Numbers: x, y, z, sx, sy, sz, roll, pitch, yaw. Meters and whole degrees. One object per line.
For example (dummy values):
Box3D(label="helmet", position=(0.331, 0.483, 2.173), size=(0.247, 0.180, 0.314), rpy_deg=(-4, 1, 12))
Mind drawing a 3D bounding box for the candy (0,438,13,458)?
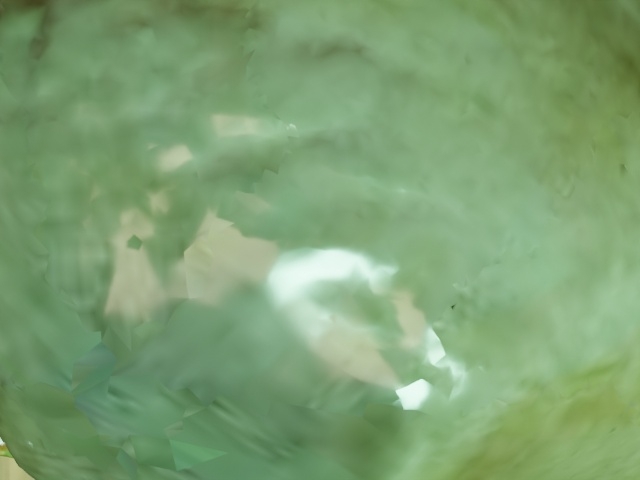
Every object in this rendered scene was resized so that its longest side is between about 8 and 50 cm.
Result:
Box3D(label="candy", position=(-0.054, 0.070, 0.612), size=(0.288, 0.078, 0.084), rpy_deg=(12, 109, -7))

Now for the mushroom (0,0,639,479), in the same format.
Box3D(label="mushroom", position=(0.008, 0.001, 0.473), size=(0.190, 0.164, 0.267), rpy_deg=(-11, 122, 23))
